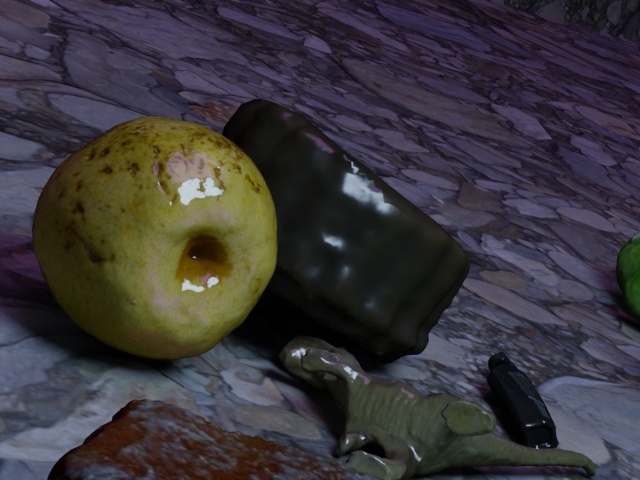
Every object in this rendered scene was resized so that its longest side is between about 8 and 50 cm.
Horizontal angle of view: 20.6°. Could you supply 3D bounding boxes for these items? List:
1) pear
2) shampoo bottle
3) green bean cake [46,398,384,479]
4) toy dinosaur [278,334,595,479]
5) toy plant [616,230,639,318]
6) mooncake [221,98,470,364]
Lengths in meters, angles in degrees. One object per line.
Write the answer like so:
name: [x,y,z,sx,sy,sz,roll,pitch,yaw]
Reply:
pear: [-0.116,-0.005,1.212,0.178,0.178,0.178,20,16,-6]
shampoo bottle: [0.156,0.125,1.389,0.048,0.027,0.137,31,13,-18]
green bean cake: [-0.023,0.170,0.894,0.232,0.097,0.198,24,18,8]
toy dinosaur: [0.088,0.128,1.228,0.251,0.072,0.200,12,6,1]
toy plant: [0.460,0.049,1.797,0.315,0.185,0.224,13,25,5]
mooncake: [0.000,0.000,1.356,0.228,0.124,0.228,36,-5,4]
